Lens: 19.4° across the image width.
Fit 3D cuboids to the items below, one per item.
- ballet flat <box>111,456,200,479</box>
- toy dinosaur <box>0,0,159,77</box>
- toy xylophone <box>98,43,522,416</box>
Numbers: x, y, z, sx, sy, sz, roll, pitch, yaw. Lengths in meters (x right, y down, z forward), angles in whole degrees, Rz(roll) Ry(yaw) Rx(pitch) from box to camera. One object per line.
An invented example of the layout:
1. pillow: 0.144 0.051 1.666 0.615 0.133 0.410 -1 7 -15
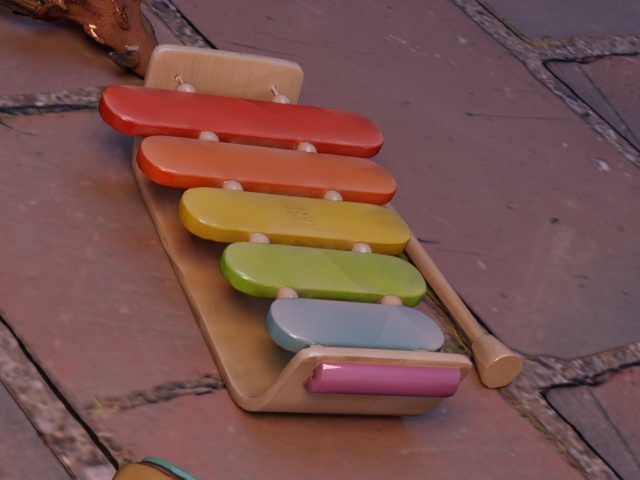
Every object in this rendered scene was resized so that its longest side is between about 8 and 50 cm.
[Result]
1. ballet flat: -0.010 0.189 0.935 0.232 0.080 0.073 25 60 4
2. toy dinosaur: -0.244 -0.224 1.315 0.295 0.127 0.200 7 43 -17
3. toy xylophone: 0.000 0.000 1.186 0.236 0.081 0.323 -1 41 -36
